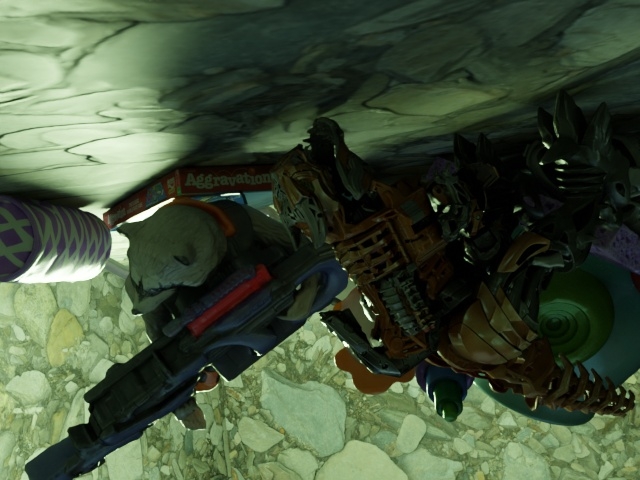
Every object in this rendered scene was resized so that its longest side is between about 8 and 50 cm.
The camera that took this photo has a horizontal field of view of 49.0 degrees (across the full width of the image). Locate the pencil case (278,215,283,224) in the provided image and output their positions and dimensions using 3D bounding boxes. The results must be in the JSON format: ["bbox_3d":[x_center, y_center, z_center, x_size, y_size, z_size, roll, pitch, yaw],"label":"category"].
[{"bbox_3d":[0.000,0.000,1.226,0.105,0.104,0.236,-9,177,34],"label":"pencil case"}]

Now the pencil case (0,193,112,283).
[{"bbox_3d":[-0.283,0.000,0.712,0.088,0.086,0.206,26,178,3],"label":"pencil case"}]

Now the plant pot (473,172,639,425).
[{"bbox_3d":[0.302,0.079,0.883,0.272,0.255,0.271,16,-161,-6],"label":"plant pot"}]

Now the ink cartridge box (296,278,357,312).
[{"bbox_3d":[0.062,0.037,1.001,0.209,0.152,0.087,10,175,-4],"label":"ink cartridge box"}]

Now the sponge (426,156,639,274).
[{"bbox_3d":[0.213,-0.026,0.685,0.117,0.031,0.210,18,-171,-45],"label":"sponge"}]

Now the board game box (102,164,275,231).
[{"bbox_3d":[-0.128,-0.041,0.750,0.145,0.027,0.281,-7,178,-31],"label":"board game box"}]

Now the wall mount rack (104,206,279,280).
[{"bbox_3d":[-0.219,0.025,1.019,0.305,0.130,0.350,-10,178,-12],"label":"wall mount rack"}]

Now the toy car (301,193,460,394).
[{"bbox_3d":[0.063,0.064,0.832,0.211,0.237,0.219,13,177,-9],"label":"toy car"}]

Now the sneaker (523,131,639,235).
[{"bbox_3d":[0.306,-0.037,0.613,0.281,0.105,0.115,15,-176,44],"label":"sneaker"}]

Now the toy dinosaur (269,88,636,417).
[{"bbox_3d":[0.112,0.022,0.520,0.164,0.218,0.322,13,151,50],"label":"toy dinosaur"}]

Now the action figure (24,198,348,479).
[{"bbox_3d":[-0.137,0.079,0.676,0.341,0.178,0.330,-34,157,-16],"label":"action figure"}]

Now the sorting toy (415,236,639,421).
[{"bbox_3d":[0.263,0.097,0.692,0.366,0.127,0.126,-25,-158,17],"label":"sorting toy"}]
